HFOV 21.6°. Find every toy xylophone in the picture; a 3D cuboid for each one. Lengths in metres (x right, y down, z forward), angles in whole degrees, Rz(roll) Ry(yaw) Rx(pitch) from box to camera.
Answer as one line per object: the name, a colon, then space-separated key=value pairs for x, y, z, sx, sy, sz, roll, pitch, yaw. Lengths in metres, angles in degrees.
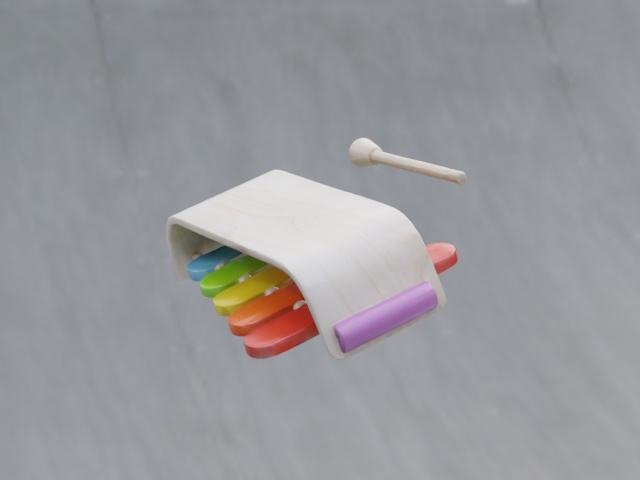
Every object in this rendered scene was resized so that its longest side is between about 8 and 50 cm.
toy xylophone: x=0.000 y=0.000 z=1.472 sx=0.236 sy=0.081 sz=0.322 roll=-23 pitch=22 yaw=-16
